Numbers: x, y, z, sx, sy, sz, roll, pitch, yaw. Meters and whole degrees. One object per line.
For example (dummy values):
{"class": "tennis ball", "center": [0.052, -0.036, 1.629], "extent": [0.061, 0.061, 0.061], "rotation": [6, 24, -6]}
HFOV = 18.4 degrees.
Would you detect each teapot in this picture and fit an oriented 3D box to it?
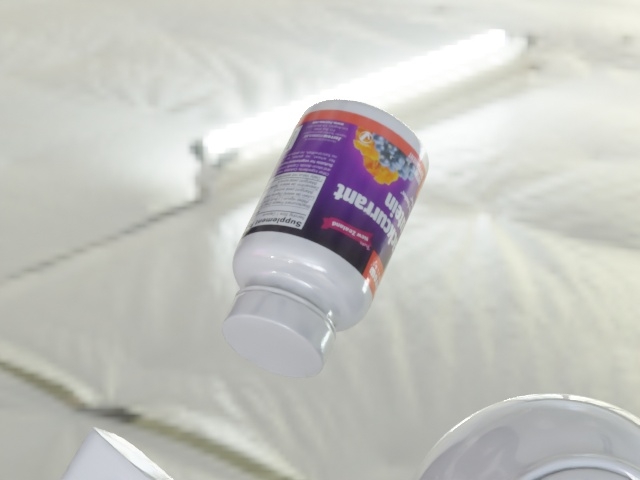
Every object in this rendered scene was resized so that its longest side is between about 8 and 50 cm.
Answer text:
{"class": "teapot", "center": [0.172, 0.227, 1.418], "extent": [0.256, 0.252, 0.187], "rotation": [-40, -179, -5]}

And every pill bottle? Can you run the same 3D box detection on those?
{"class": "pill bottle", "center": [0.000, 0.000, 1.462], "extent": [0.108, 0.108, 0.193], "rotation": [11, -121, 23]}

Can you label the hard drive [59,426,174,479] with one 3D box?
{"class": "hard drive", "center": [-0.148, 0.288, 1.144], "extent": [0.203, 0.307, 0.040], "rotation": [34, -177, 42]}
